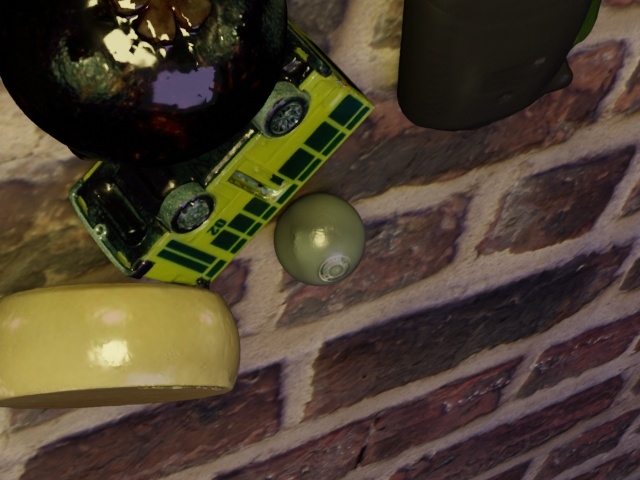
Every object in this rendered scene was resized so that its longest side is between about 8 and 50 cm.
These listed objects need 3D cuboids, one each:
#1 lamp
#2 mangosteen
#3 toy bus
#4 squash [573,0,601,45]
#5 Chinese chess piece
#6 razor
[{"bbox_3d":[0.000,0.000,1.481,0.105,0.105,0.105,-29,149,-19],"label":"lamp"},{"bbox_3d":[-0.135,-0.157,1.019,0.243,0.243,0.243,-29,149,-19],"label":"mangosteen"},{"bbox_3d":[-0.090,-0.082,1.240,0.262,0.128,0.150,-46,150,11],"label":"toy bus"},{"bbox_3d":[0.269,-0.281,1.437,0.077,0.068,0.219,-35,151,-23],"label":"squash"},{"bbox_3d":[-0.202,0.105,1.286,0.250,0.097,0.251,-3,169,-1],"label":"Chinese chess piece"},{"bbox_3d":[0.176,-0.243,1.319,0.204,0.113,0.349,-18,146,-13],"label":"razor"}]
